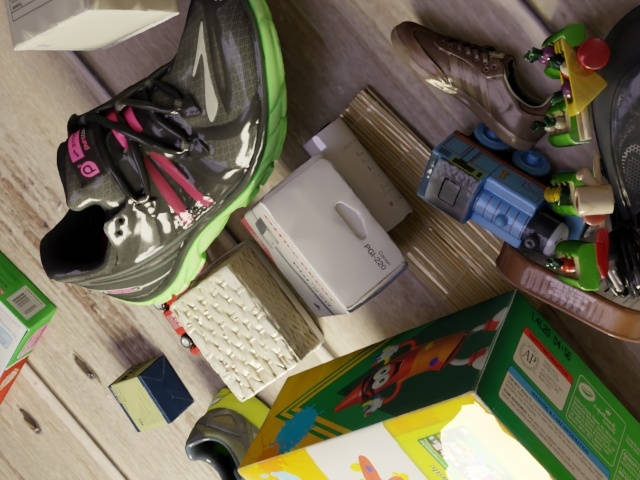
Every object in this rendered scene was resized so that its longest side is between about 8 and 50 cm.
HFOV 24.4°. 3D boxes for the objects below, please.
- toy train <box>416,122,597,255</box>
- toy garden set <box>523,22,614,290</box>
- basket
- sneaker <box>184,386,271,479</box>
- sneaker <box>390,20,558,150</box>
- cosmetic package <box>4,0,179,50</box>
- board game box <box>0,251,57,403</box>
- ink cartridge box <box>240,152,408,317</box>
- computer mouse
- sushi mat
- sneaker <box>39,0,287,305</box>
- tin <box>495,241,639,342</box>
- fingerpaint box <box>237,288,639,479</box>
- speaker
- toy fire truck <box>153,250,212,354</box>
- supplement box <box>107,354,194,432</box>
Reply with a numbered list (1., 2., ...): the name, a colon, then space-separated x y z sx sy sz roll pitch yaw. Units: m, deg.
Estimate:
1. toy train: 0.194 -0.048 1.518 0.184 0.105 0.080 34 135 16
2. toy garden set: 0.224 -0.075 1.356 0.049 0.204 0.244 -4 92 -1
3. basket: -0.092 0.102 1.834 0.113 0.103 0.167 -36 95 17
4. sneaker: -0.055 0.323 1.973 0.300 0.121 0.111 31 135 19
5. sneaker: 0.161 -0.175 1.500 0.188 0.066 0.071 39 120 4
6. cosmetic package: -0.266 -0.364 1.579 0.153 0.129 0.296 -13 85 45
7. board game box: -0.555 0.117 2.282 0.242 0.064 0.316 45 137 5
8. ink cartridge box: 0.000 0.000 1.649 0.158 0.092 0.218 51 169 -2
9. computer mouse: 0.282 -0.098 1.371 0.072 0.188 0.272 7 116 10
10. sushi mat: 0.125 -0.020 1.657 0.316 0.019 0.151 45 138 6
11. sneaker: -0.185 -0.098 1.672 0.483 0.202 0.185 -60 42 34
12. tin: 0.271 0.045 1.518 0.190 0.106 0.040 28 120 21
13. fingerpaint box: 0.196 0.300 1.643 0.445 0.163 0.371 46 136 -18
14. speaker: 0.042 -0.070 1.637 0.136 0.055 0.055 51 137 -2
15. toy fire truck: -0.170 0.051 1.931 0.135 0.047 0.192 -28 100 45
16. supplement box: -0.241 0.218 2.100 0.083 0.056 0.083 -22 104 45
